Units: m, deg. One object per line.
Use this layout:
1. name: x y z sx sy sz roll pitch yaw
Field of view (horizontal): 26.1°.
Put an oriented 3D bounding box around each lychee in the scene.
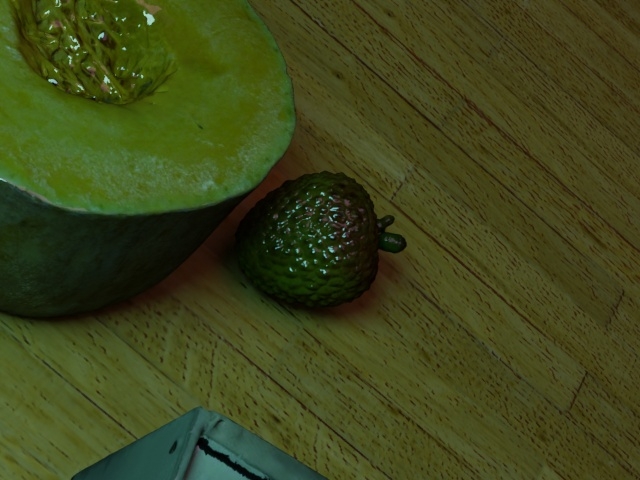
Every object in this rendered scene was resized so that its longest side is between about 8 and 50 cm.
1. lychee: 0.000 0.000 1.158 0.146 0.114 0.114 -9 65 -17

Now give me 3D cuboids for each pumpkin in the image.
1. pumpkin: -0.208 -0.095 1.039 0.332 0.199 0.332 22 43 -22

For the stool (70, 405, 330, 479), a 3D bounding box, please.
1. stool: -0.061 0.288 0.865 0.243 0.170 0.270 35 48 -21
